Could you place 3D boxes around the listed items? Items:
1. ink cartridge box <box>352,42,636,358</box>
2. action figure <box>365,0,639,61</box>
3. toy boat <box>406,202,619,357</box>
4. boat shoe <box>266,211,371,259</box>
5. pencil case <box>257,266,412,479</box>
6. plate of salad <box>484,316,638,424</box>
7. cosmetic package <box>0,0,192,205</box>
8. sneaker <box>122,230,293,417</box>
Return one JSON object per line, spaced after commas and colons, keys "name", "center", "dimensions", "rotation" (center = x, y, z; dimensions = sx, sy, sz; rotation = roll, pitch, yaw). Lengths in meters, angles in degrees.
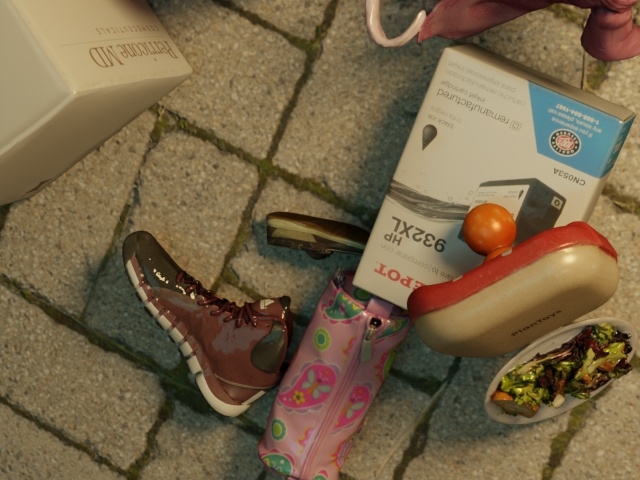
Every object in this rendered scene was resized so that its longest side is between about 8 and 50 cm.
{"name": "ink cartridge box", "center": [0.201, -0.048, 1.479], "dimensions": [0.223, 0.129, 0.307], "rotation": [25, 108, 13]}
{"name": "action figure", "center": [0.247, -0.308, 1.292], "dimensions": [0.370, 0.276, 0.248], "rotation": [27, 125, 57]}
{"name": "toy boat", "center": [0.198, 0.029, 1.369], "dimensions": [0.231, 0.151, 0.151], "rotation": [-30, 62, 21]}
{"name": "boat shoe", "center": [0.000, 0.000, 1.604], "dimensions": [0.152, 0.056, 0.049], "rotation": [16, 111, 26]}
{"name": "pencil case", "center": [0.019, 0.175, 1.592], "dimensions": [0.124, 0.124, 0.284], "rotation": [29, 110, 12]}
{"name": "plate of salad", "center": [0.286, 0.162, 1.467], "dimensions": [0.200, 0.200, 0.048], "rotation": [-44, 49, 21]}
{"name": "cosmetic package", "center": [-0.440, -0.269, 1.552], "dimensions": [0.327, 0.329, 0.393], "rotation": [-33, 90, 21]}
{"name": "sneaker", "center": [-0.126, 0.082, 1.646], "dimensions": [0.162, 0.106, 0.281], "rotation": [-29, 101, 17]}
